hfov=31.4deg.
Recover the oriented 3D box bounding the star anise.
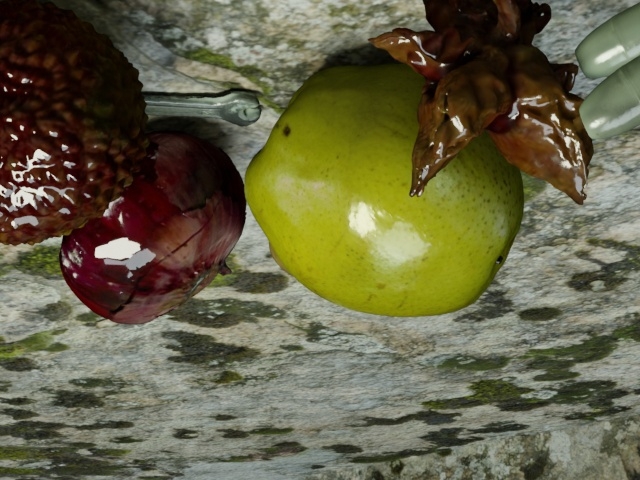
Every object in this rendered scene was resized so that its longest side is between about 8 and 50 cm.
[{"bbox_3d":[0.129,-0.175,1.010,0.148,0.237,0.346,7,136,56],"label":"star anise"}]

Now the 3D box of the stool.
[{"bbox_3d":[0.272,-0.216,0.914,0.199,0.195,0.195,-23,112,24],"label":"stool"}]

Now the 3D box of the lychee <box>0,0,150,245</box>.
[{"bbox_3d":[-0.273,-0.108,1.065,0.236,0.236,0.271,-12,-179,17],"label":"lychee"}]

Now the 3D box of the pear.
[{"bbox_3d":[0.076,-0.052,1.196,0.294,0.294,0.294,-4,158,-2],"label":"pear"}]

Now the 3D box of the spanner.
[{"bbox_3d":[-0.212,-0.150,1.242,0.302,0.017,0.071,0,157,-10],"label":"spanner"}]

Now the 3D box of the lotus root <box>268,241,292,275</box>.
[{"bbox_3d":[0.000,0.000,1.518,0.125,0.118,0.221,-44,144,8],"label":"lotus root"}]

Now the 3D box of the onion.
[{"bbox_3d":[-0.209,-0.025,1.319,0.219,0.252,0.252,40,168,11],"label":"onion"}]
